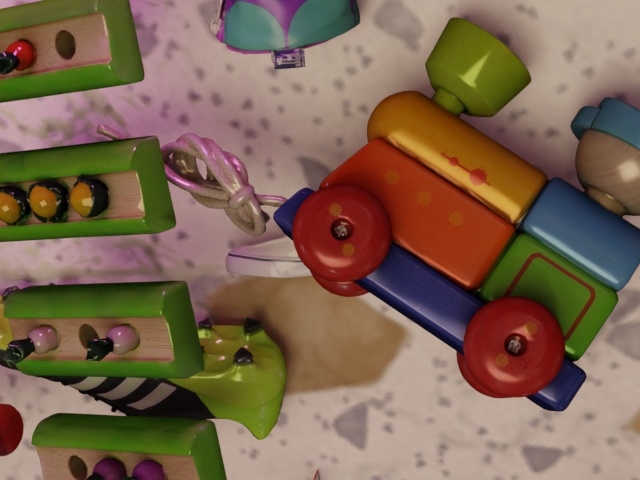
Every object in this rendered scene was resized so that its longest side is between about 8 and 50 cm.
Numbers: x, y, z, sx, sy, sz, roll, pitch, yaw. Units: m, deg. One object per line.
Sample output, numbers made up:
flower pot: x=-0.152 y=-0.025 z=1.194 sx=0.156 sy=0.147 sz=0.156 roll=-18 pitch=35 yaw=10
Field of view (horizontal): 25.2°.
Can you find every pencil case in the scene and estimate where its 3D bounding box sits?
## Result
pencil case: x=-0.026 y=-0.157 z=0.639 sx=0.070 sy=0.064 sz=0.151 roll=-13 pitch=110 yaw=-8

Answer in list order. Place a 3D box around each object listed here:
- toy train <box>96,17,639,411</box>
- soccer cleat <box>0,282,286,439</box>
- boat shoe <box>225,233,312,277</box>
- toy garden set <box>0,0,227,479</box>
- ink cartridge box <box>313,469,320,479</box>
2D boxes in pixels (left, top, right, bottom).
toy train: x=0.037 y=-0.042 z=0.651 sx=0.248 sy=0.105 sz=0.143 roll=34 pitch=86 yaw=7
soccer cleat: x=-0.106 y=0.070 z=0.766 sx=0.179 sy=0.060 sz=0.072 roll=9 pitch=127 yaw=11
boat shoe: x=0.000 y=0.000 z=0.720 sx=0.100 sy=0.035 sz=0.035 roll=-3 pitch=92 yaw=18
toy garden set: x=-0.156 y=0.016 z=0.688 sx=0.204 sy=0.049 sz=0.244 roll=-3 pitch=103 yaw=37
ink cartridge box: x=-0.020 y=0.189 z=0.788 sx=0.029 sy=0.063 sz=0.115 roll=5 pitch=114 yaw=11
